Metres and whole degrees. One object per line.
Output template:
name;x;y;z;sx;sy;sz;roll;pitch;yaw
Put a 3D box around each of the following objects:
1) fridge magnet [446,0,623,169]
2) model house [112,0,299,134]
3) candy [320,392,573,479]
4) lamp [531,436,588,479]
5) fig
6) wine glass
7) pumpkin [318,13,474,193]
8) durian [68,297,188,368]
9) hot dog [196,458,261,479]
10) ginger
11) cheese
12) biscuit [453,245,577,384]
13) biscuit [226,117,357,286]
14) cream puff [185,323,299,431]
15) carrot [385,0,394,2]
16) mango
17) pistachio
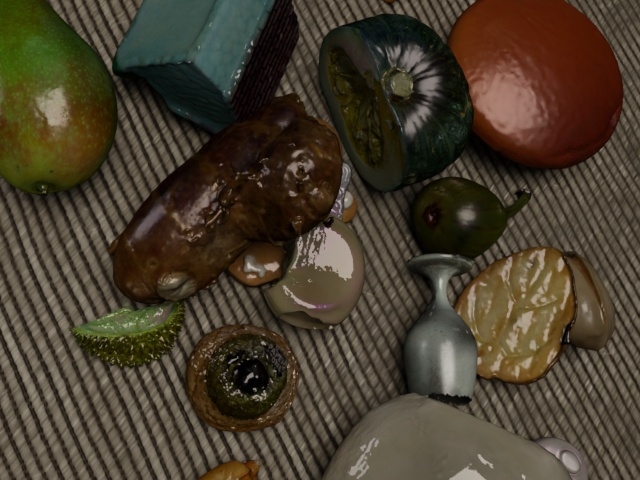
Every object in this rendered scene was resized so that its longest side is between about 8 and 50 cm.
fridge magnet;0.397;-0.301;1.518;0.364;0.155;0.363;4;73;-14
model house;-0.157;-0.326;1.381;0.249;0.230;0.280;41;65;-45
candy;0.163;0.446;1.198;0.386;0.186;0.427;37;90;11
lamp;0.348;0.427;1.324;0.246;0.108;0.179;-42;92;-21
fig;0.284;-0.036;1.450;0.259;0.151;0.151;0;73;-39
wine glass;0.199;0.149;1.353;0.126;0.126;0.241;8;69;-12
pumpkin;0.150;-0.248;1.380;0.197;0.263;0.293;-22;93;-17
durian;-0.275;0.134;1.265;0.215;0.086;0.100;-16;64;-23
hot dog;-0.188;0.410;1.208;0.249;0.076;0.102;-34;122;-19
ginger;-0.132;-0.043;1.233;0.418;0.176;0.254;-41;46;-7
cheese;0.000;0.000;1.326;0.163;0.082;0.286;14;73;-16
biscuit;0.341;0.124;1.394;0.203;0.041;0.260;30;84;28
biscuit;-0.043;-0.065;1.396;0.216;0.047;0.339;20;71;-9
cream puff;-0.110;0.201;1.236;0.183;0.169;0.183;4;73;-12
carrot;0.205;-0.536;1.596;0.224;0.057;0.057;-35;85;-25
mango;-0.448;-0.249;1.266;0.225;0.201;0.382;-26;71;2
pistachio;0.453;0.107;1.434;0.124;0.124;0.185;-13;77;-18
